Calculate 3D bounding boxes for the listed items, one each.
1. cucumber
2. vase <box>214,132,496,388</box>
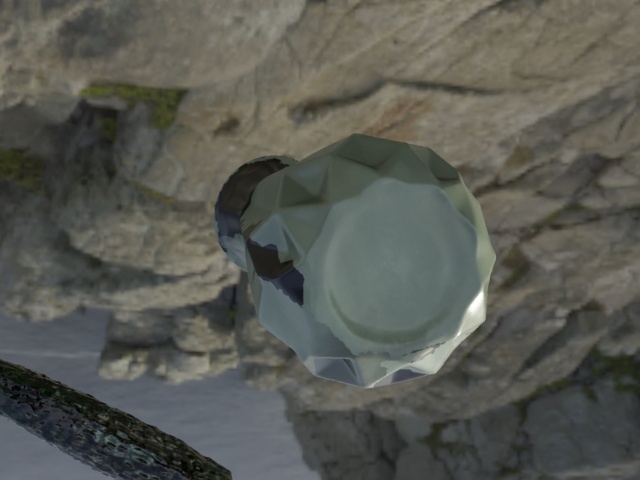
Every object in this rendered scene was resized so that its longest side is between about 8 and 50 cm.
[{"bbox_3d":[-0.225,0.188,0.987,0.293,0.067,0.067,31,153,-11],"label":"cucumber"},{"bbox_3d":[0.000,0.000,0.765,0.165,0.165,0.360,6,-176,-15],"label":"vase"}]
